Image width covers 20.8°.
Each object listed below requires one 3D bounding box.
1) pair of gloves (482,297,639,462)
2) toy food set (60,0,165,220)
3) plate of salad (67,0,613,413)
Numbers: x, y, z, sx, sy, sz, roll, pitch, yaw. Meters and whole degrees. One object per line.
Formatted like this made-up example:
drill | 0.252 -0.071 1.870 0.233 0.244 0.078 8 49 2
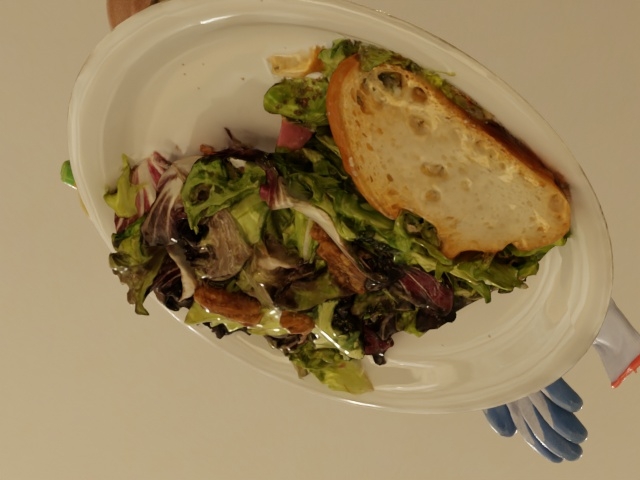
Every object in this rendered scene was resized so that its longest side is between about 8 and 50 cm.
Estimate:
pair of gloves | 0.135 0.057 1.136 0.023 0.198 0.159 -23 -115 -31
toy food set | -0.084 -0.097 0.883 0.071 0.128 0.218 13 -71 -21
plate of salad | 0.000 0.000 0.597 0.199 0.200 0.048 21 -129 5
